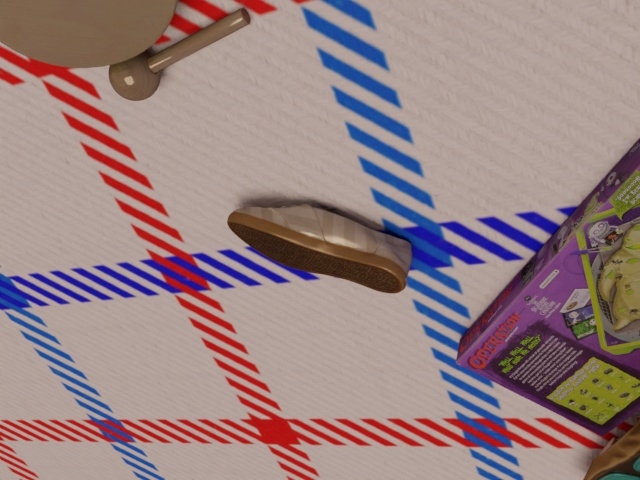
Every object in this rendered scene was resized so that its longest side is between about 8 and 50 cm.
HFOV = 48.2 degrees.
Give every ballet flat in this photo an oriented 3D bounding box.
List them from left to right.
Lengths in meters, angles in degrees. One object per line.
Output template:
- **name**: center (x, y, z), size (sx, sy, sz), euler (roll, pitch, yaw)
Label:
- **ballet flat**: center (0.393, 0.266, 0.882), size (0.080, 0.073, 0.232), euler (19, 139, -1)

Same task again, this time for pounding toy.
- **pounding toy**: center (-0.208, -0.252, 0.664), size (0.183, 0.110, 0.237), euler (-30, 144, 25)

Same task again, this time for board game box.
- **board game box**: center (0.320, 0.070, 0.760), size (0.208, 0.056, 0.347), euler (25, 133, -6)

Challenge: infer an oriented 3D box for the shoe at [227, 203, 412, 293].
- **shoe**: center (0.000, 0.000, 0.819), size (0.219, 0.058, 0.076), euler (18, 153, 10)
